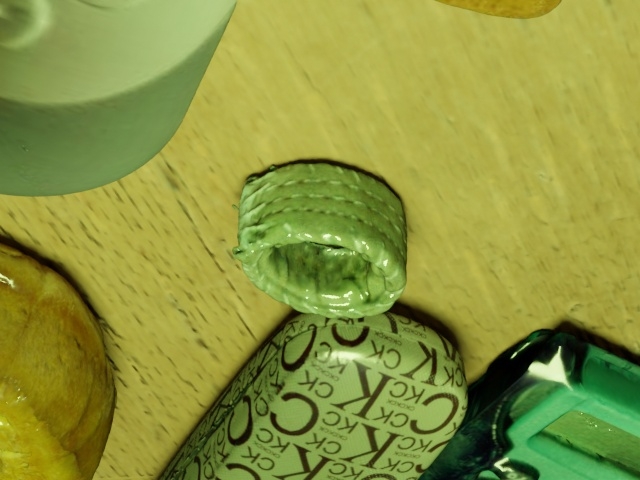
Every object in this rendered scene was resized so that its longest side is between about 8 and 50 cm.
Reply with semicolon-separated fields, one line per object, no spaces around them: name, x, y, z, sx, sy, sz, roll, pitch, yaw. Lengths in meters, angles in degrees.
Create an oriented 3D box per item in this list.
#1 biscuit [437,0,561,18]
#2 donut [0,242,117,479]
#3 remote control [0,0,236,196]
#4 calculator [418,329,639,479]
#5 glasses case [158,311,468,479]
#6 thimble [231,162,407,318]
biscuit;0.119;-0.240;0.827;0.202;0.047;0.334;12;136;-8
donut;-0.243;0.098;1.181;0.226;0.114;0.227;2;140;2
remote control;-0.152;-0.143;0.906;0.221;0.103;0.332;22;137;-7
calculator;0.176;0.182;1.297;0.248;0.058;0.274;26;135;-23
glasses case;-0.024;0.164;1.264;0.137;0.085;0.355;18;136;-19
thimble;0.000;0.000;1.093;0.110;0.062;0.084;15;138;-14
